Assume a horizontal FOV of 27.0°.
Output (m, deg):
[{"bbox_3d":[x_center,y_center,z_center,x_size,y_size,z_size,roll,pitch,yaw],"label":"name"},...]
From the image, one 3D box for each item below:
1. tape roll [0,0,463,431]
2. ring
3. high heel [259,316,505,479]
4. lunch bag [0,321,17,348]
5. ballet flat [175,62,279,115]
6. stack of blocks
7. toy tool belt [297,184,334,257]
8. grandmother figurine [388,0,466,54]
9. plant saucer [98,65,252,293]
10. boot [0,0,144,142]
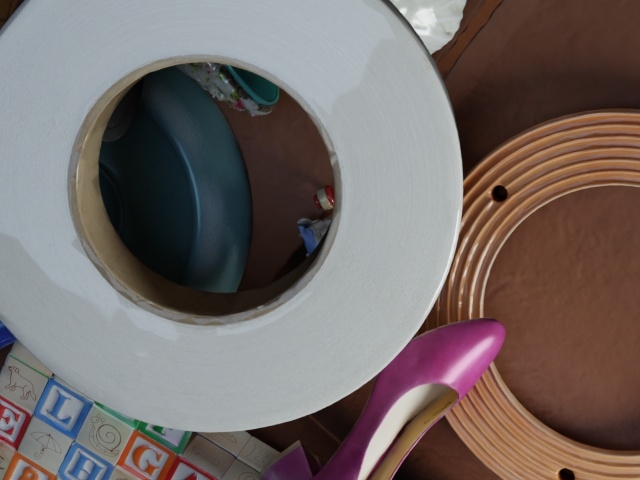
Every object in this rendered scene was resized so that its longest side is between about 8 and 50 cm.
[{"bbox_3d":[-0.085,-0.043,1.023,0.392,0.072,0.391,1,104,4],"label":"tape roll"},{"bbox_3d":[0.239,0.062,1.067,0.337,0.032,0.336,4,102,20],"label":"ring"},{"bbox_3d":[0.064,0.164,1.051,0.244,0.082,0.117,-35,47,3],"label":"high heel"},{"bbox_3d":[-0.385,0.021,1.199,0.293,0.138,0.220,-28,82,65],"label":"lunch bag"},{"bbox_3d":[-0.121,-0.202,1.121,0.077,0.091,0.241,-26,98,32],"label":"ballet flat"},{"bbox_3d":[-0.145,0.190,1.176,0.297,0.087,0.171,31,114,5],"label":"stack of blocks"},{"bbox_3d":[0.000,0.000,1.134,0.051,0.052,0.083,-21,91,14],"label":"toy tool belt"},{"bbox_3d":[-0.014,-0.284,1.068,0.342,0.104,0.208,47,145,3],"label":"grandmother figurine"},{"bbox_3d":[-0.216,-0.029,1.215,0.318,0.044,0.317,4,101,20],"label":"plant saucer"},{"bbox_3d":[-0.301,-0.160,1.165,0.280,0.096,0.264,-25,77,26],"label":"boot"}]
